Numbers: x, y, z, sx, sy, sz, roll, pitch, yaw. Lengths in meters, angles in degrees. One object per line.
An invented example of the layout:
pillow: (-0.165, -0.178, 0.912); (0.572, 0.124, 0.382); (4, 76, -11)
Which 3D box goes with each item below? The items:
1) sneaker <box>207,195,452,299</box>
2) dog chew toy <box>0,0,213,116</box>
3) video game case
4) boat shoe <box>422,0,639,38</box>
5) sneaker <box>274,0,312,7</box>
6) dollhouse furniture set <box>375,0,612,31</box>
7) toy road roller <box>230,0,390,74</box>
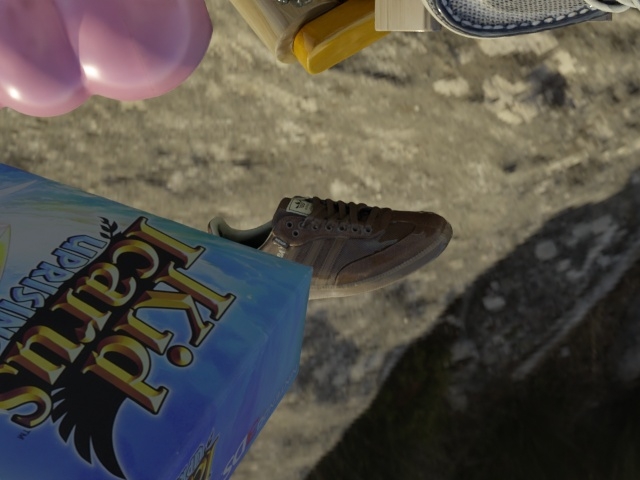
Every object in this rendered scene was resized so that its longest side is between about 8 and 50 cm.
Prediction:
sneaker: (0.000, 0.000, 0.942); (0.188, 0.066, 0.071); (-15, 115, 22)
dog chew toy: (-0.290, -0.228, 1.404); (0.332, 0.206, 0.206); (-20, 124, -3)
video game case: (-0.163, 0.059, 0.436); (0.244, 0.269, 0.061); (19, 126, 12)
boat shoe: (0.168, -0.170, 0.688); (0.127, 0.158, 0.340); (41, 137, -21)
sneaker: (0.014, -0.370, 1.451); (0.111, 0.121, 0.300); (32, 158, -23)
dollhouse furniture set: (0.269, -0.253, 1.025); (0.256, 0.394, 0.362); (-9, 104, -41)
toy road roller: (0.039, -0.405, 1.711); (0.329, 0.202, 0.240); (-33, 160, -14)
